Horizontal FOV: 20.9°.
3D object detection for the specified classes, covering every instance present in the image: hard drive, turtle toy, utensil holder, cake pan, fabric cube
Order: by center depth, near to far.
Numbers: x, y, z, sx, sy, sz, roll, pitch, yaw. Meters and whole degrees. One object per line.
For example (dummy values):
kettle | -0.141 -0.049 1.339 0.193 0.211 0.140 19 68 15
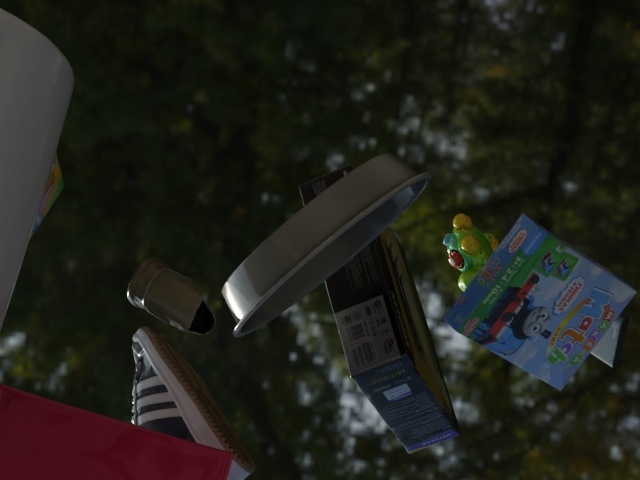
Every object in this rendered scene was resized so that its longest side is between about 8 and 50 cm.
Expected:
fabric cube | -0.260 0.350 1.823 0.258 0.259 0.254 16 -130 -1
utensil holder | -0.463 -0.047 1.849 0.327 0.385 0.327 13 161 4
cake pan | 0.000 0.000 1.991 0.054 0.293 0.293 50 -145 6
hard drive | 0.343 0.098 2.284 0.135 0.094 0.022 34 -126 28
turtle toy | 0.227 0.027 2.602 0.095 0.066 0.130 35 -152 -37

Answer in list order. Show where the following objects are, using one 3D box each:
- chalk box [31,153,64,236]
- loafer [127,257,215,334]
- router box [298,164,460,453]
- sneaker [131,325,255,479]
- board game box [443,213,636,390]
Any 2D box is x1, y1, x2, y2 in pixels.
chalk box | -0.444 -0.055 2.248 0.132 0.132 0.213 15 -129 17
loafer | -0.149 0.060 1.790 0.050 0.056 0.148 22 173 26
router box | 0.078 0.091 2.278 0.081 0.243 0.309 -22 -125 9
sneaker | -0.201 0.231 2.101 0.099 0.153 0.282 43 -175 -44
board game box | 0.271 0.078 2.116 0.211 0.160 0.039 29 -169 -40
